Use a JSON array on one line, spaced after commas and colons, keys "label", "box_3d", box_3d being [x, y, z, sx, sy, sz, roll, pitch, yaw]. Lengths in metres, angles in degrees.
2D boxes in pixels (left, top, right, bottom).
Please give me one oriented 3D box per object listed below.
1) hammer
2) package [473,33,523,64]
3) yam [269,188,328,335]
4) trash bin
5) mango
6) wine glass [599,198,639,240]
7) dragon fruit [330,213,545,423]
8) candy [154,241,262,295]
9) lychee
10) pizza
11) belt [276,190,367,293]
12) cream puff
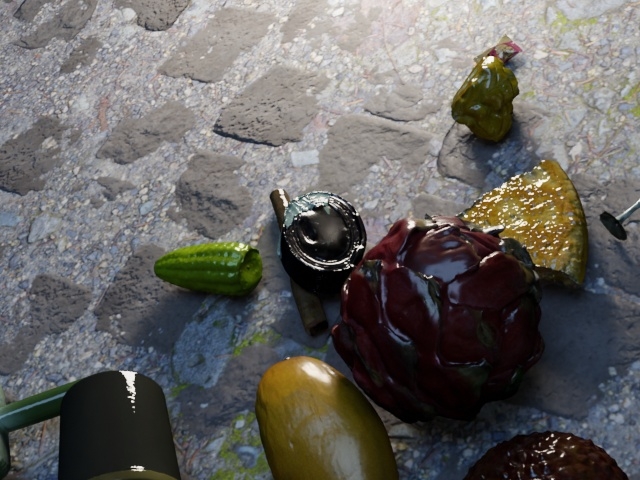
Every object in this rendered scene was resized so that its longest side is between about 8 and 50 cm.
[{"label": "hammer", "box_3d": [-0.498, 0.296, 1.946, 0.335, 0.119, 0.206, -18, 50, -1]}, {"label": "package", "box_3d": [0.339, -0.356, 2.154, 0.083, 0.029, 0.059, -38, 56, 5]}, {"label": "yam", "box_3d": [-0.043, 0.033, 1.999, 0.045, 0.045, 0.327, -44, 42, 27]}, {"label": "trash bin", "box_3d": [-0.307, 0.379, 1.730, 0.214, 0.214, 0.334, -20, 45, 7]}, {"label": "mango", "box_3d": [0.015, 0.320, 1.691, 0.187, 0.144, 0.359, -41, 55, 4]}, {"label": "wine glass", "box_3d": [0.549, -0.082, 1.833, 0.198, 0.066, 0.066, -38, 50, -10]}, {"label": "dragon fruit", "box_3d": [0.177, 0.121, 1.675, 0.329, 0.329, 0.329, -11, 51, 14]}, {"label": "candy", "box_3d": [-0.208, 0.050, 2.022, 0.209, 0.097, 0.097, 0, 54, 25]}, {"label": "lychee", "box_3d": [0.291, 0.376, 1.473, 0.260, 0.260, 0.260, -11, 51, 14]}, {"label": "pizza", "box_3d": [0.302, -0.019, 1.883, 0.287, 0.075, 0.280, -8, 48, 19]}, {"label": "belt", "box_3d": [0.000, 0.000, 1.956, 0.151, 0.078, 0.198, 0, 48, -10]}, {"label": "cream puff", "box_3d": [0.309, -0.255, 2.037, 0.116, 0.146, 0.146, 36, 68, -3]}]
